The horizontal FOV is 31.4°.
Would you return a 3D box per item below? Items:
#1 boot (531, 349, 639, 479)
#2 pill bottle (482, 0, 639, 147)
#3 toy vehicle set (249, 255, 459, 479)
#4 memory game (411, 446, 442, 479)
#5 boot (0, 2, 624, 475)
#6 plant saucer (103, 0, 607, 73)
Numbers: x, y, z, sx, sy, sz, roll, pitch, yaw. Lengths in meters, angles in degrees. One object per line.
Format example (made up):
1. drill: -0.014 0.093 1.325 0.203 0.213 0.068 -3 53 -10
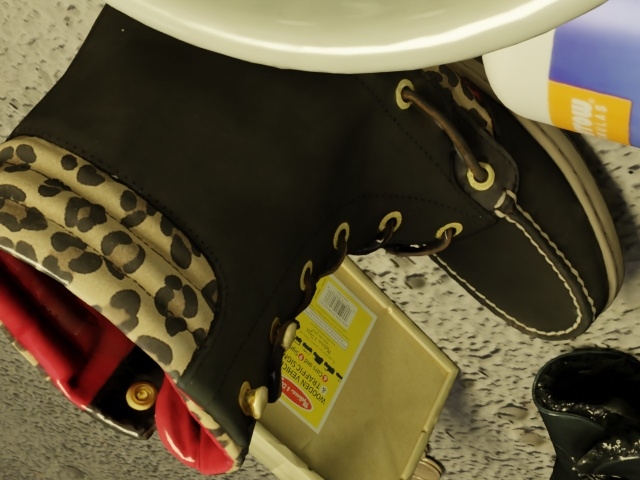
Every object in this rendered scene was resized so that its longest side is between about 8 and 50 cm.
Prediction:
1. boot: 0.276 0.187 0.843 0.247 0.094 0.207 21 152 26
2. pill bottle: 0.157 -0.108 0.461 0.272 0.152 0.152 17 147 20
3. toy vehicle set: -0.014 0.087 0.875 0.267 0.166 0.035 45 146 -23
4. memory game: 0.038 0.207 1.156 0.186 0.012 0.186 22 149 14
5. boot: 0.000 0.000 0.618 0.138 0.284 0.377 -11 129 48
6. plant saucer: -0.003 -0.256 0.364 0.401 0.100 0.400 15 124 23
